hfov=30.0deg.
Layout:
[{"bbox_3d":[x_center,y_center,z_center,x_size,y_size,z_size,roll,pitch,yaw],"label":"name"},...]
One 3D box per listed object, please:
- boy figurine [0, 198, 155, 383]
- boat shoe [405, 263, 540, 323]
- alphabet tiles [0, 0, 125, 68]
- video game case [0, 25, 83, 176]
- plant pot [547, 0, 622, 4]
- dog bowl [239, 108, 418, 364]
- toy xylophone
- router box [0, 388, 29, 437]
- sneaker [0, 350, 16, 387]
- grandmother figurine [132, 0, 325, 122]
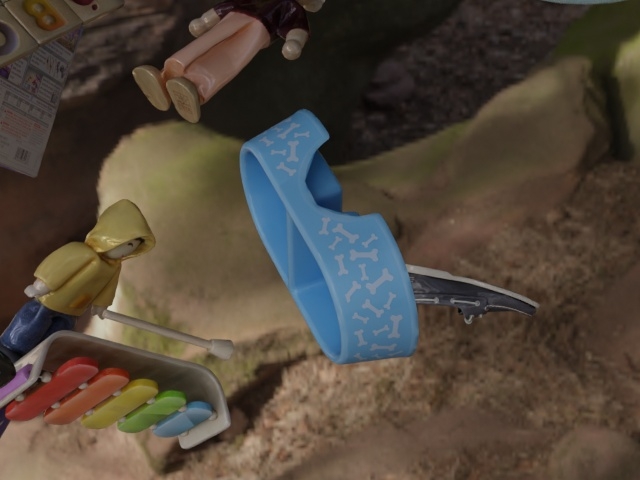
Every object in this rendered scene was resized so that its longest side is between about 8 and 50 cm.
[{"bbox_3d":[-0.342,0.069,1.704,0.285,0.177,0.092,-48,62,-1],"label":"boy figurine"},{"bbox_3d":[0.211,0.086,1.724,0.206,0.065,0.075,15,-1,3],"label":"boat shoe"},{"bbox_3d":[-0.369,-0.327,1.204,0.342,0.011,0.285,48,53,8],"label":"alphabet tiles"},{"bbox_3d":[-0.444,-0.233,1.695,0.061,0.269,0.244,17,87,11],"label":"video game case"},{"bbox_3d":[0.109,-0.331,0.882,0.341,0.341,0.334,-18,10,-16],"label":"plant pot"},{"bbox_3d":[0.000,0.000,1.199,0.074,0.166,0.297,-19,52,-16],"label":"dog bowl"},{"bbox_3d":[-0.258,0.187,1.573,0.322,0.236,0.081,14,55,-28],"label":"toy xylophone"},{"bbox_3d":[-0.609,0.239,1.696,0.301,0.335,0.082,39,28,7],"label":"router box"},{"bbox_3d":[-0.424,0.125,1.168,0.267,0.101,0.106,4,-4,22],"label":"sneaker"},{"bbox_3d":[-0.102,-0.311,1.740,0.208,0.104,0.342,28,60,26],"label":"grandmother figurine"}]
